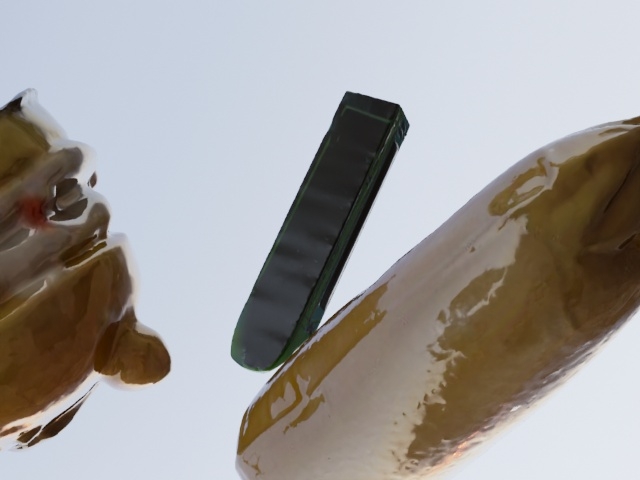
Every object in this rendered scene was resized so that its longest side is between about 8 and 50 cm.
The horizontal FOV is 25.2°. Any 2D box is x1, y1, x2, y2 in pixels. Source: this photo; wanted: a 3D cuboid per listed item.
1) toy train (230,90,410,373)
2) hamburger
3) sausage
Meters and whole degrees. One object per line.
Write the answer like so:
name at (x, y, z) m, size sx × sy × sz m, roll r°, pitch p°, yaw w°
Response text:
toy train at (0.000, 0.000, 0.976) m, size 0.209 × 0.044 × 0.042 m, roll -65°, pitch -27°, yaw -15°
hamburger at (-0.253, 0.053, 1.028) m, size 0.237 × 0.276 × 0.276 m, roll 56°, pitch -136°, yaw -8°
sausage at (0.075, 0.056, 0.792) m, size 0.134 × 0.354 × 0.116 m, roll 8°, pitch -127°, yaw -31°
